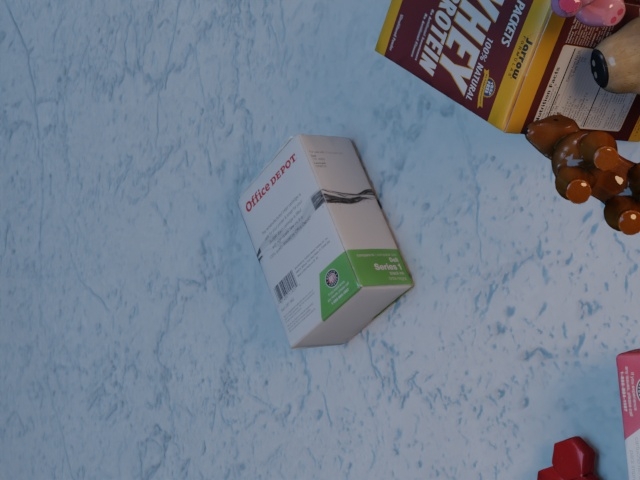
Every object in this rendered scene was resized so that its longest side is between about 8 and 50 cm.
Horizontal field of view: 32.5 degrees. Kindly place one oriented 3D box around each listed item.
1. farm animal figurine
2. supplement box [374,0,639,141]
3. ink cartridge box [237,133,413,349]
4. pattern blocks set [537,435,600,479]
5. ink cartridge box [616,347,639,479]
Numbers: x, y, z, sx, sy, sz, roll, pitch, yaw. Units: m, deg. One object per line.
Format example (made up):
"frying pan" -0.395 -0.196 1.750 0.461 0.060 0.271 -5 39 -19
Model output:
"farm animal figurine" 0.297 -0.176 0.849 0.172 0.327 0.330 -71 -15 -73
"supplement box" 0.196 -0.193 1.026 0.191 0.194 0.129 41 122 43
"ink cartridge box" 0.000 0.000 1.358 0.160 0.092 0.219 -44 58 42
"pattern blocks set" 0.269 0.391 1.082 0.285 0.026 0.325 43 123 42
"ink cartridge box" 0.365 0.163 0.907 0.218 0.092 0.158 -10 83 49
